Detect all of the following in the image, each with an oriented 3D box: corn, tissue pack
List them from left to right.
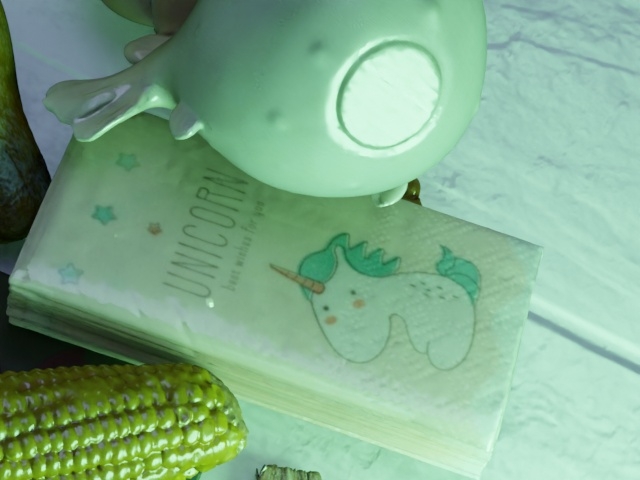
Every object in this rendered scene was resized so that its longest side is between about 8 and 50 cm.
[{"bbox_3d":[-0.168,0.123,1.153,0.261,0.097,0.097,-6,59,-26],"label":"corn"},{"bbox_3d":[-0.026,0.029,1.272,0.325,0.071,0.170,18,56,-2],"label":"tissue pack"}]

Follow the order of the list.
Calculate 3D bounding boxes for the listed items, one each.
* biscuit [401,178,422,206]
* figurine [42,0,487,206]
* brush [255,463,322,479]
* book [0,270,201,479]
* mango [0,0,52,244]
[{"bbox_3d":[0.000,0.004,1.356,0.184,0.027,0.133,-12,59,-22],"label":"biscuit"},{"bbox_3d":[-0.074,-0.156,1.297,0.274,0.227,0.394,-25,36,-19],"label":"figurine"},{"bbox_3d":[-0.024,0.216,1.213,0.051,0.014,0.164,10,55,-7],"label":"brush"},{"bbox_3d":[-0.184,0.156,1.200,0.201,0.026,0.289,22,53,-2],"label":"book"},{"bbox_3d":[-0.294,-0.127,1.296,0.192,0.146,0.316,-29,84,-38],"label":"mango"}]
